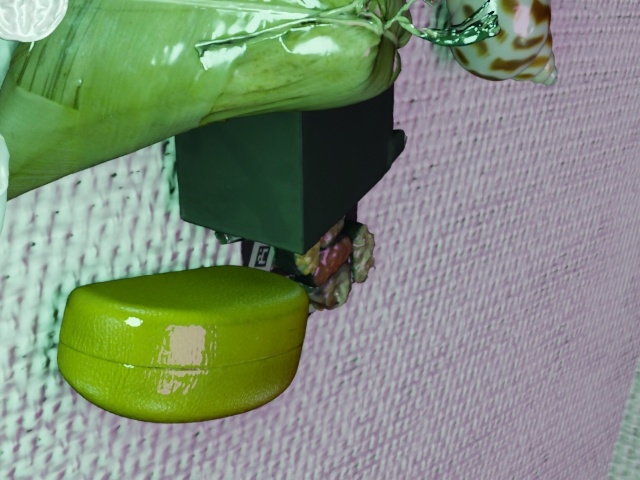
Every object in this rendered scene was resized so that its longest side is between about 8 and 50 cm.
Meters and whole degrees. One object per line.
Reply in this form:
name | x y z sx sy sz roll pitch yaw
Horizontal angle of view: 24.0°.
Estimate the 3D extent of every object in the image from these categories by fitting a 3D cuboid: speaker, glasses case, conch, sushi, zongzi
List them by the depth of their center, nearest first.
zongzi | -0.089 -0.124 1.357 0.418 0.447 0.181 -65 161 -2
glasses case | -0.137 0.120 1.708 0.371 0.173 0.141 -8 110 -61
speaker | -0.034 -0.156 1.715 0.254 0.184 0.232 -45 144 -46
sushi | 0.000 0.000 2.016 0.294 0.059 0.292 -38 139 -46
conch | 0.269 -0.323 2.207 0.182 0.149 0.275 -57 148 -17

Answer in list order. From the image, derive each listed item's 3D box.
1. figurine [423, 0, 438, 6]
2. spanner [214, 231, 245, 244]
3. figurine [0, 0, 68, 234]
figurine | 0.125 -0.366 1.972 0.147 0.093 0.197 -61 154 3
spanner | -0.035 -0.071 1.887 0.325 0.040 0.095 -40 110 -49
figurine | -0.324 -0.088 1.135 0.211 0.253 0.361 26 83 -64
